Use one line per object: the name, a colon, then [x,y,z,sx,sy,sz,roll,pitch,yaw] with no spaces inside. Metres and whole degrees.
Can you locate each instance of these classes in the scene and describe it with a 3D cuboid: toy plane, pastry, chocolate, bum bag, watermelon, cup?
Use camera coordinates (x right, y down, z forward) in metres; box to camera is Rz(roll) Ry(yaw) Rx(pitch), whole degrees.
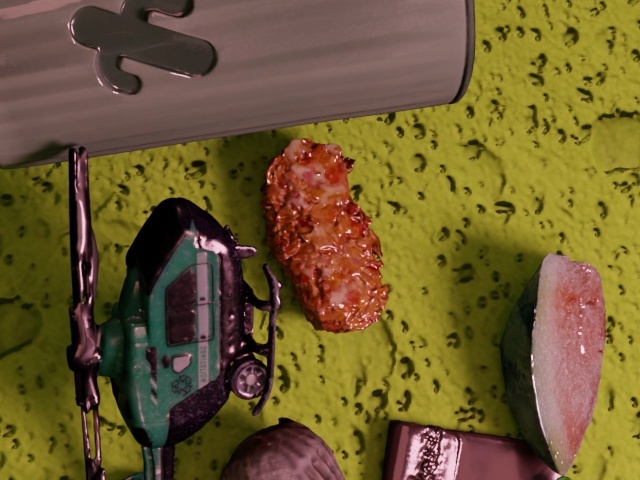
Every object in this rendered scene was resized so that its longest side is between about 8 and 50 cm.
toy plane: [-0.124,0.114,1.446,0.155,0.106,0.381,-4,113,-20]
pastry: [-0.002,0.000,1.562,0.087,0.063,0.169,-12,78,-21]
chocolate: [-0.012,0.264,1.491,0.110,0.110,0.248,-19,80,-13]
bum bag: [0.126,0.212,1.564,0.159,0.026,0.109,9,81,-10]
watermelon: [0.195,0.104,1.572,0.094,0.081,0.180,14,84,-17]
cup: [-0.100,-0.263,1.470,0.392,0.310,0.401,-13,73,-8]

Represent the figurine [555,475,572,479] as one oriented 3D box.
figurine: [0.175,0.255,1.522,0.115,0.095,0.156,32,69,5]
